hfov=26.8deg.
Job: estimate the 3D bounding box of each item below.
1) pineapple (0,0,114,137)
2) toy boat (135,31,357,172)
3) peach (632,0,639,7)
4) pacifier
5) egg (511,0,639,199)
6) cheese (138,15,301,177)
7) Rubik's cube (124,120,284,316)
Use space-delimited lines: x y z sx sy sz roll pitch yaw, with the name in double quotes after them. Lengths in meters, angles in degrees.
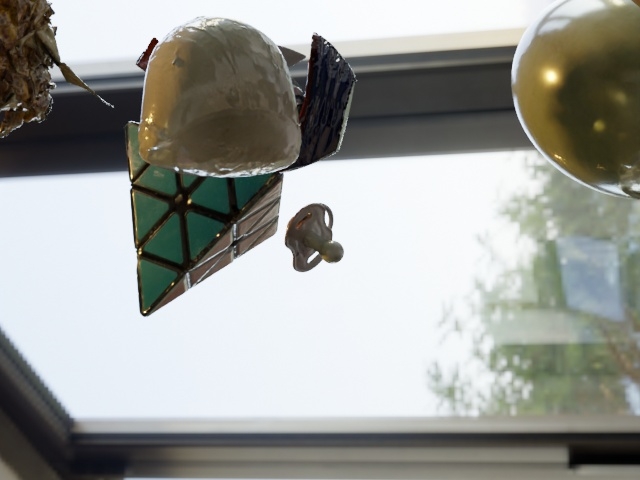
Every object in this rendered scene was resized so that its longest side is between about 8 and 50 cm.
-0.439 -0.288 1.803 0.334 0.158 0.161 65 -167 -9 "pineapple"
-0.088 -0.234 1.940 0.219 0.318 0.072 -51 -13 -18 "toy boat"
0.442 -0.375 1.444 0.247 0.292 0.292 53 178 27 "peach"
0.000 0.000 1.613 0.081 0.078 0.099 -43 -40 -20 "pacifier"
0.423 -0.190 1.780 0.336 0.278 0.278 43 155 46 "egg"
-0.123 -0.176 1.608 0.154 0.198 0.189 131 135 -52 "cheese"
-0.173 -0.043 2.041 0.233 0.229 0.228 -105 11 -60 "Rubik's cube"
